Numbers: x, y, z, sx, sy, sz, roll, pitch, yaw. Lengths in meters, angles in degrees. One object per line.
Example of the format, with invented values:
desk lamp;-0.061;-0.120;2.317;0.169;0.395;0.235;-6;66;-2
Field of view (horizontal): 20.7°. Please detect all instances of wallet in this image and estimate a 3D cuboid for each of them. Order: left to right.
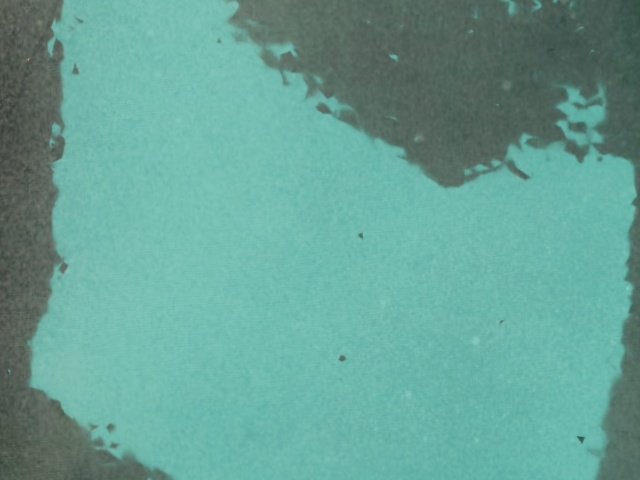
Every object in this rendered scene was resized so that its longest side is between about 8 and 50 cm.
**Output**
wallet;0.000;0.000;0.552;0.251;0.054;0.291;-5;91;15
